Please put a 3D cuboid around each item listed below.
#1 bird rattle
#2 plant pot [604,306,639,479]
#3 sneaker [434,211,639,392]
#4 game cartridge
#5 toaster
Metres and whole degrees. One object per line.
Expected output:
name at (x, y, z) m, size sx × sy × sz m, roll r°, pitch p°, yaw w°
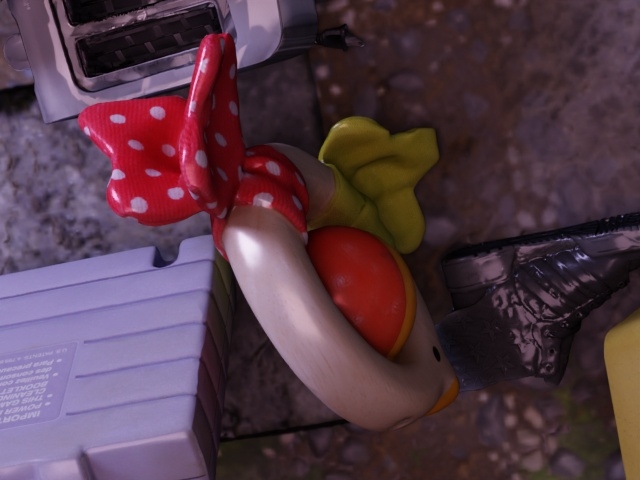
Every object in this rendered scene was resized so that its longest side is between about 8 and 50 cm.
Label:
bird rattle at (0.000, 0.000, 0.946) m, size 0.143 × 0.253 × 0.207 m, roll -32°, pitch 71°, yaw 10°
plant pot at (0.266, 0.092, 0.947) m, size 0.187 × 0.212 × 0.212 m, roll -7°, pitch 99°, yaw 30°
sneaker at (0.131, 0.040, 1.036) m, size 0.170 × 0.051 × 0.089 m, roll -11°, pitch 98°, yaw 16°
game cartridge at (-0.226, 0.100, 1.002) m, size 0.355 × 0.230 × 0.068 m, roll -11°, pitch 120°, yaw 6°
toaster at (-0.092, -0.162, 1.009) m, size 0.185 × 0.110 × 0.168 m, roll -14°, pitch 98°, yaw 12°
